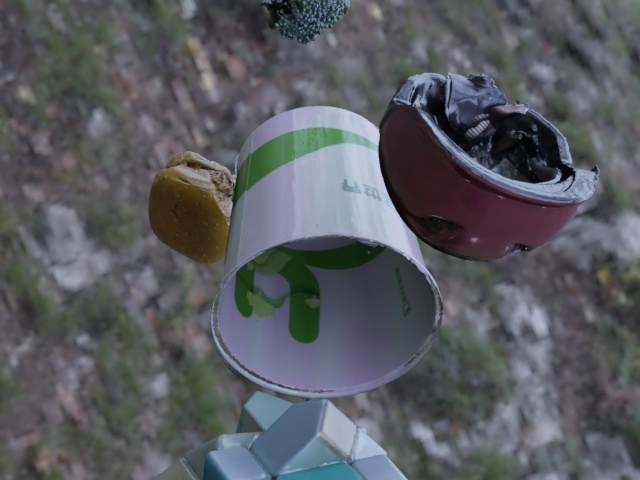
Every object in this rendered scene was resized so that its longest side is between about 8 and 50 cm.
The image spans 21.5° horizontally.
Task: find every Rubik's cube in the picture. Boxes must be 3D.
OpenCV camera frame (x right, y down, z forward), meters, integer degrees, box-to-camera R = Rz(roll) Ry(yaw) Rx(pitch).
[{"bbox_3d":[-0.046,0.270,1.712,0.213,0.224,0.265,46,-45,51],"label":"Rubik's cube"}]

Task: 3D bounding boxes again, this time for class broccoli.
[{"bbox_3d":[-0.039,-0.327,2.071,0.122,0.118,0.204,36,12,-42],"label":"broccoli"}]

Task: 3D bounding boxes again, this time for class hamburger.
[{"bbox_3d":[-0.156,-0.040,2.192,0.083,0.138,0.147,-55,166,-42],"label":"hamburger"}]

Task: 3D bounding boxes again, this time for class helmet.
[{"bbox_3d":[0.140,-0.055,1.567,0.198,0.154,0.253,19,31,-12],"label":"helmet"}]

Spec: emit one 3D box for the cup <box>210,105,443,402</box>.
[{"bbox_3d":[0.000,0.000,1.900,0.274,0.253,0.253,-95,162,-46],"label":"cup"}]
